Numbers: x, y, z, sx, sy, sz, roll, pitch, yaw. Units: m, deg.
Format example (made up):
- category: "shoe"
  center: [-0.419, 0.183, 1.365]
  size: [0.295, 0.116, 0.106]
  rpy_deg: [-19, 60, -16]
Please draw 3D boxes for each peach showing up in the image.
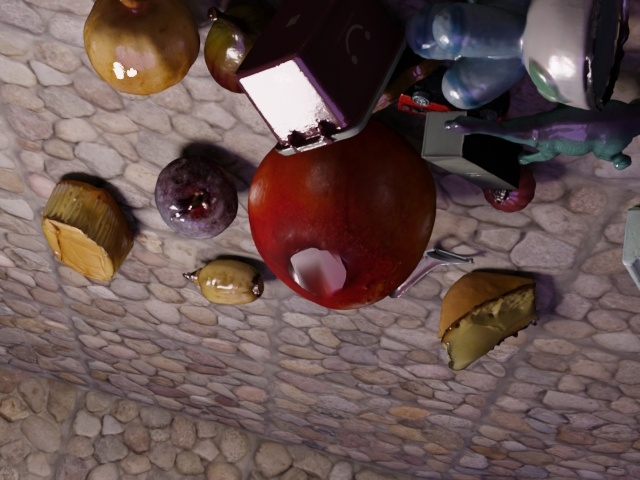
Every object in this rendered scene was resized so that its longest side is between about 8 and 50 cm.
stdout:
- category: "peach"
  center: [0.043, -0.045, 1.929]
  size: [0.388, 0.388, 0.388]
  rpy_deg: [12, 149, 7]

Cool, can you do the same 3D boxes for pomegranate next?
- category: "pomegranate"
  center: [-0.318, -0.360, 1.762]
  size: [0.207, 0.207, 0.207]
  rpy_deg: [12, 149, 7]

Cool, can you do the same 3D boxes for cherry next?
- category: "cherry"
  center: [-0.279, -0.095, 2.190]
  size: [0.195, 0.195, 0.195]
  rpy_deg: [12, 149, 7]

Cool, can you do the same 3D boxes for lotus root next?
- category: "lotus root"
  center: [-0.249, 0.106, 2.563]
  size: [0.221, 0.118, 0.125]
  rpy_deg: [7, 116, 20]

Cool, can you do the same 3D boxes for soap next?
- category: "soap"
  center: [0.692, 0.051, 1.994]
  size: [0.094, 0.150, 0.261]
  rpy_deg: [-2, 146, 37]

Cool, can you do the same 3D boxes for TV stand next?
- category: "TV stand"
  center: [0.280, -0.159, 1.787]
  size: [0.083, 0.088, 0.269]
  rpy_deg: [5, 174, 33]

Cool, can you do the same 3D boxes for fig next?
- category: "fig"
  center: [-0.135, -0.345, 1.703]
  size: [0.170, 0.145, 0.274]
  rpy_deg: [11, 172, 13]

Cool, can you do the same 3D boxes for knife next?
- category: "knife"
  center: [0.246, 0.072, 2.334]
  size: [0.123, 0.053, 0.278]
  rpy_deg: [22, 150, -18]

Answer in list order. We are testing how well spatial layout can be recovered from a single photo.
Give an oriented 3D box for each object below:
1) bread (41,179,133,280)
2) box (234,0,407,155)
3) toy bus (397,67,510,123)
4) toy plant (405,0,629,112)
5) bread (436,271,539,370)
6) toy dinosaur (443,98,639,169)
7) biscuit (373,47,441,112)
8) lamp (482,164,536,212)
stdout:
- category: "bread"
  center: [-0.574, -0.032, 2.458]
  size: [0.204, 0.156, 0.288]
  rpy_deg: [17, 153, 15]
- category: "box"
  center: [-0.001, -0.299, 1.625]
  size: [0.193, 0.294, 0.167]
  rpy_deg: [-14, 127, 41]
- category: "toy bus"
  center: [0.239, -0.254, 1.776]
  size: [0.195, 0.081, 0.089]
  rpy_deg: [14, 159, 3]
- category: "toy plant"
  center: [0.288, -0.322, 1.525]
  size: [0.332, 0.247, 0.247]
  rpy_deg: [9, 150, 25]
- category: "bread"
  center: [0.378, 0.163, 2.319]
  size: [0.262, 0.162, 0.204]
  rpy_deg: [-28, 145, -8]
- category: "toy dinosaur"
  center: [0.422, -0.185, 1.601]
  size: [0.384, 0.129, 0.331]
  rpy_deg: [-4, 178, 22]
- category: "biscuit"
  center: [0.086, -0.260, 1.718]
  size: [0.290, 0.208, 0.041]
  rpy_deg: [-19, 115, 32]
- category: "lamp"
  center: [0.369, -0.107, 1.940]
  size: [0.107, 0.092, 0.107]
  rpy_deg: [17, 121, 31]
